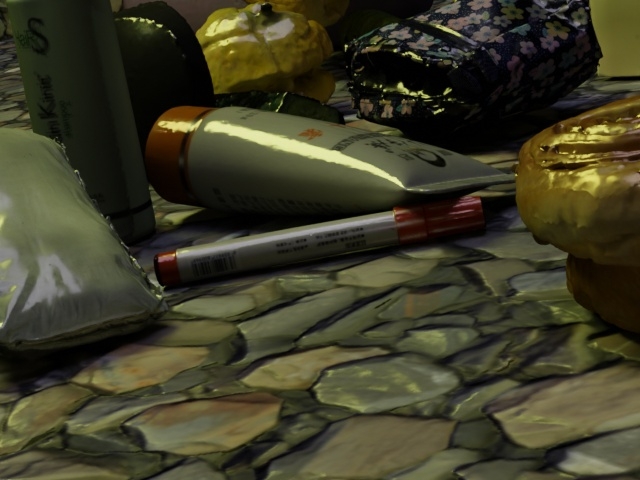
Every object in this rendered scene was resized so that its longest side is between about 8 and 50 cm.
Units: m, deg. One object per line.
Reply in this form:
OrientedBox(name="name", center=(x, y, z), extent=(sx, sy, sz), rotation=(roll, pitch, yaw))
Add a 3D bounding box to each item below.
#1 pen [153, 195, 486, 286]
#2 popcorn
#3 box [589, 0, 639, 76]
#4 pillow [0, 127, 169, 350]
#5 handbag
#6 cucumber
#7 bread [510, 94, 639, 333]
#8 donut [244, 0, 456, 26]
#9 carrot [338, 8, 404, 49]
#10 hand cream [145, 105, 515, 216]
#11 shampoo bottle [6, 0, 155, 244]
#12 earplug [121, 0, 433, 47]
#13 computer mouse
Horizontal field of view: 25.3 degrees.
OrientedBox(name="pen", center=(0.000, 0.000, 1.017), extent=(0.239, 0.028, 0.028), rotation=(-10, 15, 1))
OrientedBox(name="popcorn", center=(-0.063, -0.194, 1.581), extent=(0.167, 0.152, 0.148), rotation=(16, 56, 7))
OrientedBox(name="box", center=(0.409, -0.239, 1.500), extent=(0.168, 0.095, 0.212), rotation=(6, 21, 43))
OrientedBox(name="pillow", center=(-0.199, -0.008, 0.964), extent=(0.128, 0.051, 0.229), rotation=(-4, 39, -33))
OrientedBox(name="handbag", center=(0.136, -0.166, 1.354), extent=(0.208, 0.126, 0.229), rotation=(-25, 20, -27))
OrientedBox(name="cucumber", center=(-0.060, -0.109, 1.420), extent=(0.078, 0.062, 0.211), rotation=(20, -7, -28))
OrientedBox(name="bread", center=(0.230, -0.026, 0.783), extent=(0.236, 0.120, 0.198), rotation=(-13, 14, -10))
OrientedBox(name="donut", center=(0.066, -0.417, 1.873), extent=(0.435, 0.163, 0.377), rotation=(-10, 31, -5))
OrientedBox(name="carrot", center=(0.099, -0.243, 1.775), extent=(0.074, 0.074, 0.358), rotation=(-14, 16, -12))
OrientedBox(name="hand cream", center=(-0.004, -0.053, 1.126), extent=(0.314, 0.089, 0.140), rotation=(10, 12, 34))
OrientedBox(name="shampoo bottle", center=(-0.199, -0.125, 1.159), extent=(0.085, 0.262, 0.085), rotation=(-9, 15, 2))
OrientedBox(name="earplug", center=(-0.055, -0.371, 2.114), extent=(0.456, 0.215, 0.215), rotation=(-5, 15, 8))
OrientedBox(name="computer mouse", center=(-0.199, -0.147, 1.435), extent=(0.087, 0.168, 0.295), rotation=(-20, 15, -27))
